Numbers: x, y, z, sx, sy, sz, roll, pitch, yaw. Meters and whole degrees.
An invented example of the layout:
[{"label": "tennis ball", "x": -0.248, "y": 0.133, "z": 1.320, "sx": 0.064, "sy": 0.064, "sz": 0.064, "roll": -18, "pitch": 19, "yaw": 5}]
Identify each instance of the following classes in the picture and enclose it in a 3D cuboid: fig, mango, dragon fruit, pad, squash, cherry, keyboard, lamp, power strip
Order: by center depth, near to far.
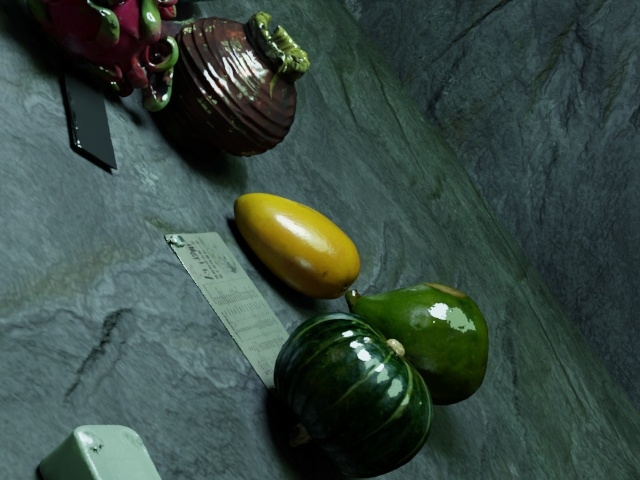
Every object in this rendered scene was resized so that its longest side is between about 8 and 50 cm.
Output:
[{"label": "power strip", "x": -0.119, "y": 0.330, "z": 0.945, "sx": 0.385, "sy": 0.062, "sz": 0.091, "roll": 58, "pitch": 19, "yaw": 22}, {"label": "squash", "x": 0.038, "y": 0.190, "z": 1.402, "sx": 0.218, "sy": 0.172, "sz": 0.218, "roll": 39, "pitch": 17, "yaw": -15}, {"label": "keyboard", "x": -0.313, "y": -0.170, "z": 1.519, "sx": 0.074, "sy": 0.015, "sz": 0.196, "roll": 39, "pitch": 22, "yaw": -42}, {"label": "pad", "x": -0.100, "y": 0.093, "z": 1.525, "sx": 0.265, "sy": 0.009, "sz": 0.159, "roll": 55, "pitch": 18, "yaw": 10}, {"label": "dragon fruit", "x": -0.298, "y": -0.322, "z": 1.571, "sx": 0.273, "sy": 0.218, "sz": 0.198, "roll": 70, "pitch": 10, "yaw": -61}, {"label": "mango", "x": -0.039, "y": 0.004, "z": 1.693, "sx": 0.219, "sy": 0.112, "sz": 0.145, "roll": 33, "pitch": 23, "yaw": -14}, {"label": "lamp", "x": -0.134, "y": -0.241, "z": 1.744, "sx": 0.247, "sy": 0.247, "sz": 0.247, "roll": 44, "pitch": 20, "yaw": -20}, {"label": "fig", "x": 0.145, "y": 0.153, "z": 1.776, "sx": 0.245, "sy": 0.195, "sz": 0.195, "roll": 16, "pitch": 18, "yaw": 6}, {"label": "cherry", "x": -0.238, "y": -0.309, "z": 1.840, "sx": 0.148, "sy": 0.115, "sz": 0.188, "roll": 81, "pitch": 9, "yaw": -83}]

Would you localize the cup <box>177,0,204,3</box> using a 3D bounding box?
[{"label": "cup", "x": -0.265, "y": -0.423, "z": 1.749, "sx": 0.148, "sy": 0.236, "sz": 0.134, "roll": -153, "pitch": -128, "yaw": -85}]
